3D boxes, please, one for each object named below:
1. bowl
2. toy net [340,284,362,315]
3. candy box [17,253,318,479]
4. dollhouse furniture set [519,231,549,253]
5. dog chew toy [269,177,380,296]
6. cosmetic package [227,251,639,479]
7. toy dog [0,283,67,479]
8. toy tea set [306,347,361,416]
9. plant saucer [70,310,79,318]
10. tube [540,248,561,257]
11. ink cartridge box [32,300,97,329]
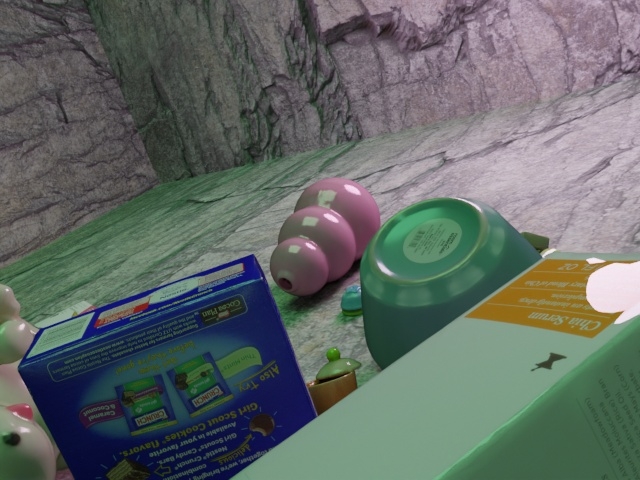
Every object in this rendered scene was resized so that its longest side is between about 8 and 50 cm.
[{"bbox_3d":[0.182,0.052,1.007,0.312,0.163,0.311,-20,38,16],"label":"bowl"},{"bbox_3d":[0.141,0.106,1.260,0.122,0.045,0.232,-29,21,-34],"label":"toy net"},{"bbox_3d":[-0.142,0.211,0.767,0.268,0.317,0.122,-19,15,-4],"label":"candy box"},{"bbox_3d":[0.300,0.053,1.197,0.151,0.123,0.144,14,-18,-9],"label":"dollhouse furniture set"},{"bbox_3d":[0.000,0.000,1.489,0.207,0.206,0.332,-7,29,35],"label":"dog chew toy"},{"bbox_3d":[0.149,0.186,0.589,0.453,0.161,0.230,-32,9,-18],"label":"cosmetic package"},{"bbox_3d":[-0.508,0.289,0.997,0.395,0.284,0.408,-45,23,-6],"label":"toy dog"},{"bbox_3d":[-0.104,0.219,0.943,0.336,0.124,0.200,-17,-5,2],"label":"toy tea set"},{"bbox_3d":[-0.507,0.260,1.324,0.045,0.188,0.188,18,11,-14],"label":"plant saucer"},{"bbox_3d":[0.314,0.097,1.084,0.240,0.070,0.062,-33,61,-29],"label":"tube"},{"bbox_3d":[-0.615,0.245,1.542,0.237,0.100,0.172,-29,19,-28],"label":"ink cartridge box"}]
